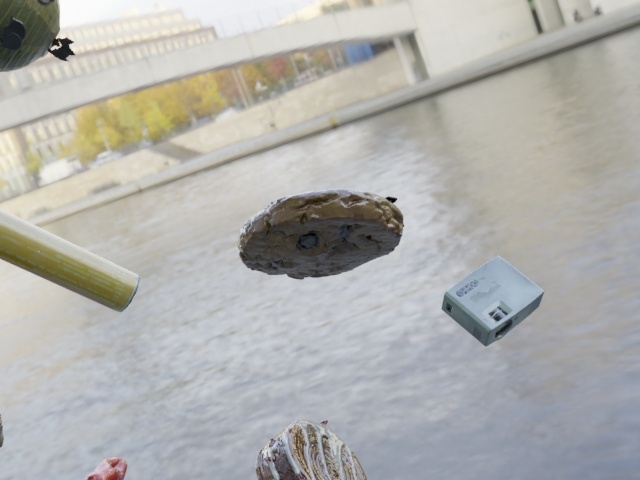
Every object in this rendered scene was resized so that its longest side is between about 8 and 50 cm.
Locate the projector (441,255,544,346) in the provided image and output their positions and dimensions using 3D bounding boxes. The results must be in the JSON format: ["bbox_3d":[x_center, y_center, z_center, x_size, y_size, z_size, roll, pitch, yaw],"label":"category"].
[{"bbox_3d":[0.306,0.109,1.531,0.147,0.061,0.115,-31,53,-27],"label":"projector"}]

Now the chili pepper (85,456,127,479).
[{"bbox_3d":[-0.424,0.468,1.703,0.050,0.059,0.191,-58,-5,13],"label":"chili pepper"}]

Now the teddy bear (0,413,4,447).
[{"bbox_3d":[-0.718,0.339,1.600,0.246,0.223,0.296,-1,9,-2],"label":"teddy bear"}]

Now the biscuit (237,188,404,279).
[{"bbox_3d":[0.000,0.001,1.453,0.295,0.075,0.296,-7,-24,-3],"label":"biscuit"}]

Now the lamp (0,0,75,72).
[{"bbox_3d":[-0.597,-0.424,1.640,0.250,0.284,0.250,-41,30,31],"label":"lamp"}]

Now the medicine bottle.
[{"bbox_3d":[-0.575,0.022,1.749,0.108,0.426,0.108,-44,30,33],"label":"medicine bottle"}]

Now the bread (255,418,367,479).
[{"bbox_3d":[-0.010,0.318,1.166,0.073,0.160,0.160,-48,-3,23],"label":"bread"}]
